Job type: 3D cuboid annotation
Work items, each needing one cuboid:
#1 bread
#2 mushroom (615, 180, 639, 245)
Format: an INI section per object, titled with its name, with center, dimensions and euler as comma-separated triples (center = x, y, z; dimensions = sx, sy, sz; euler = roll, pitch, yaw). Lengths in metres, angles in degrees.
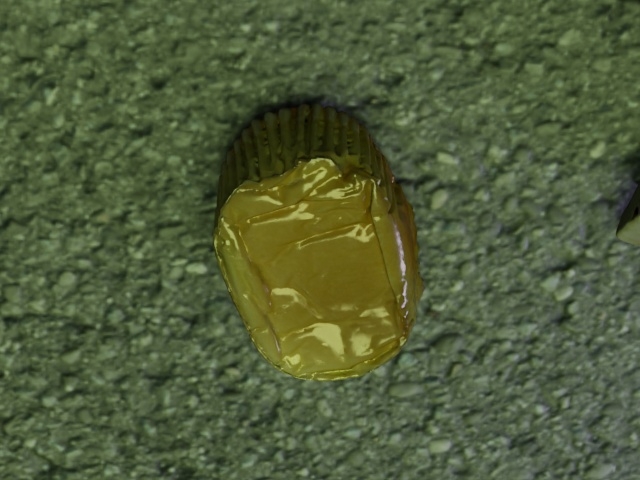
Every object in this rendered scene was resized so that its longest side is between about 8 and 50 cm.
[bread]
center = 0.000, 0.000, 1.568
dimensions = 0.179, 0.133, 0.250
euler = -19, 119, 8
[mushroom]
center = 0.404, -0.054, 1.594
dimensions = 0.247, 0.096, 0.108
euler = -8, 95, -3
